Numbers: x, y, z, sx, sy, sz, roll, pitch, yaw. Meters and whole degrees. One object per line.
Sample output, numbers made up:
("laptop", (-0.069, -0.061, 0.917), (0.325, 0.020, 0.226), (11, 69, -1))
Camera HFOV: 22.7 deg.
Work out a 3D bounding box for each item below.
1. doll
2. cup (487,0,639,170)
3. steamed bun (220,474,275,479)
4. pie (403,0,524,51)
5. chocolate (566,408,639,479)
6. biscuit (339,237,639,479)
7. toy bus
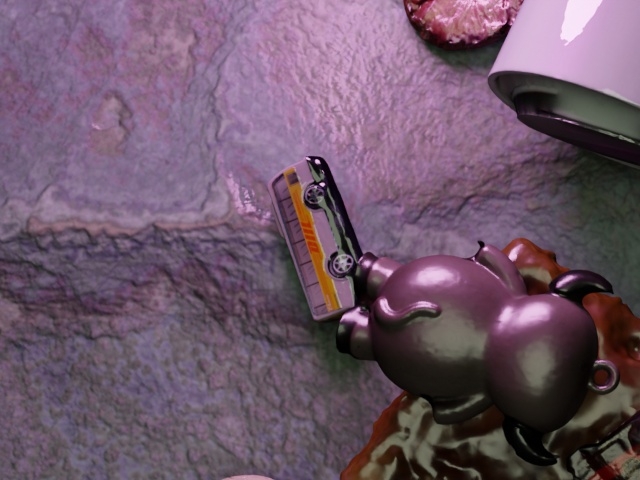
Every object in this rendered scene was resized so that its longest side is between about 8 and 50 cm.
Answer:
("doll", (0.145, 0.093, 1.441), (0.257, 0.117, 0.182), (15, 85, 14))
("cup", (0.343, -0.250, 1.553), (0.253, 0.253, 0.372), (23, 84, 13))
("steamed bun", (-0.080, 0.299, 1.634), (0.130, 0.091, 0.112), (-32, 72, 7))
("pie", (0.157, -0.276, 1.692), (0.154, 0.036, 0.154), (-1, 84, 15))
("chocolate", (0.314, 0.180, 1.444), (0.182, 0.028, 0.086), (-34, 83, -1))
("biscuit", (0.212, 0.248, 1.547), (0.342, 0.166, 0.395), (37, 89, 15))
("toy bus", (0.000, 0.000, 1.679), (0.072, 0.057, 0.172), (-23, 79, 16))
